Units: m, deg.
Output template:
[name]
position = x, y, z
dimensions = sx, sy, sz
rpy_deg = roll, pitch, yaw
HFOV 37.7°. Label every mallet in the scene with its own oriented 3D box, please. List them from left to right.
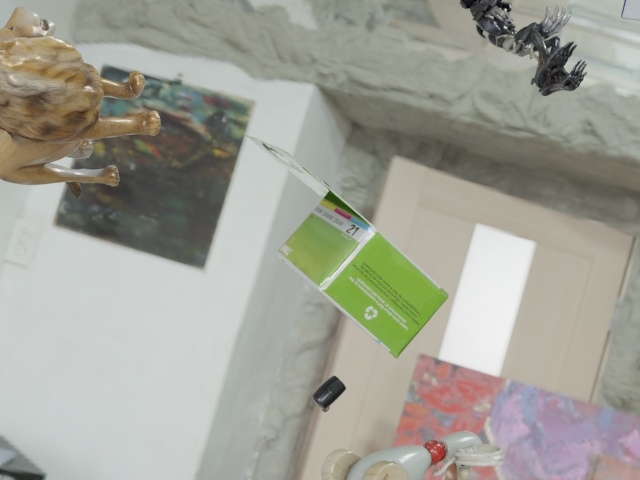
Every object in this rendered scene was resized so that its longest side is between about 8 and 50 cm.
[mallet]
position = 0.020, 0.303, 1.823
dimensions = 0.039, 0.062, 0.189
rpy_deg = 45, -8, 13

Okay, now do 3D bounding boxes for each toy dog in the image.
[toy dog]
position = 0.170, 0.461, 1.747
dimensions = 0.334, 0.161, 0.220
rpy_deg = -3, 3, -14

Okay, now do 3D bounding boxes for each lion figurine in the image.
[lion figurine]
position = -0.375, -0.148, 1.270
dimensions = 0.240, 0.142, 0.392
rpy_deg = -6, -25, -34

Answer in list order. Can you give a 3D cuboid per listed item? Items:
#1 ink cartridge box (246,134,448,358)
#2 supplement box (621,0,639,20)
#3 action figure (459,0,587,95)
[ink cartridge box]
position = 0.000, 0.000, 1.081
dimensions = 0.255, 0.097, 0.189
rpy_deg = 40, -2, -20
[supplement box]
position = 0.559, -0.417, 1.522
dimensions = 0.111, 0.114, 0.220
rpy_deg = 14, 24, 16
[action figure]
position = 0.337, -0.362, 1.545
dimensions = 0.164, 0.141, 0.275
rpy_deg = 23, 29, -49
